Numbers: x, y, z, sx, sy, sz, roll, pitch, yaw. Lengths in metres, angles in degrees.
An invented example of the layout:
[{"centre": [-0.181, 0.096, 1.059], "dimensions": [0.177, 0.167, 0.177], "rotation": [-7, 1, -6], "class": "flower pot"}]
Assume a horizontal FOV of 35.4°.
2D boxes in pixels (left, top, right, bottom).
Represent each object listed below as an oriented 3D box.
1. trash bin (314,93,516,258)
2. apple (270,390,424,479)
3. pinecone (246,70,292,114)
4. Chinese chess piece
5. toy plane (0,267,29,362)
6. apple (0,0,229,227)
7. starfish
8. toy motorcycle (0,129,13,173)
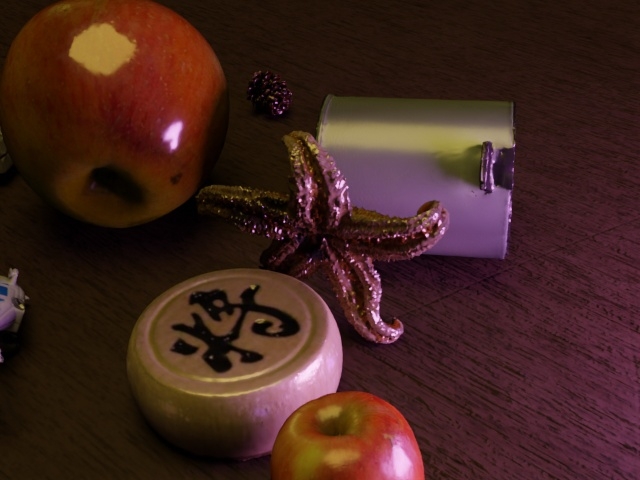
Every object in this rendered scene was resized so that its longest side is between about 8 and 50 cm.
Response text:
[{"centre": [0.132, -0.089, 1.386], "dimensions": [0.262, 0.217, 0.277], "rotation": [3, -5, 9], "class": "trash bin"}, {"centre": [0.028, 0.239, 1.026], "dimensions": [0.163, 0.139, 0.163], "rotation": [-12, 26, 6], "class": "apple"}, {"centre": [-0.088, -0.262, 1.780], "dimensions": [0.083, 0.077, 0.077], "rotation": [28, 46, 31], "class": "pinecone"}, {"centre": [-0.102, 0.141, 1.198], "dimensions": [0.257, 0.104, 0.257], "rotation": [-2, 36, 2], "class": "Chinese chess piece"}, {"centre": [-0.409, 0.090, 1.258], "dimensions": [0.107, 0.182, 0.273], "rotation": [20, -7, -23], "class": "toy plane"}, {"centre": [-0.305, -0.186, 1.480], "dimensions": [0.339, 0.339, 0.339], "rotation": [-3, 36, 2], "class": "apple"}, {"centre": [0.002, 0.000, 1.263], "dimensions": [0.312, 0.303, 0.113], "rotation": [40, 51, -9], "class": "starfish"}, {"centre": [-0.596, -0.177, 1.690], "dimensions": [0.223, 0.108, 0.341], "rotation": [7, 36, 15], "class": "toy motorcycle"}]
